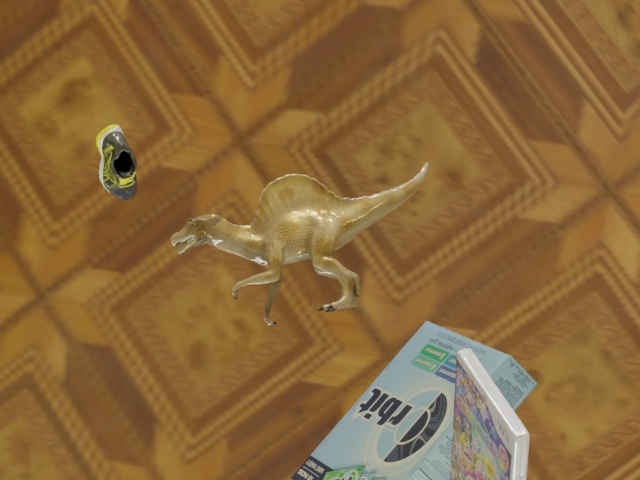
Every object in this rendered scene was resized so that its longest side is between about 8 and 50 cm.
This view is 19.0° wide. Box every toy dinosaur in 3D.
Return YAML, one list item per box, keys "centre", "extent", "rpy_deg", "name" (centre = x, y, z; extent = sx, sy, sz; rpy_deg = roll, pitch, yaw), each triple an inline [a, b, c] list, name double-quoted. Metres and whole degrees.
- centre: [0.000, 0.000, 1.234]
  extent: [0.183, 0.053, 0.092]
  rpy_deg: [-13, 86, -15]
  name: "toy dinosaur"

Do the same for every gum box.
- centre: [0.075, 0.160, 1.600]
  extent: [0.184, 0.157, 0.041]
  rpy_deg: [-48, 113, -10]
  name: "gum box"

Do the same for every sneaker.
- centre: [-0.171, -0.059, 1.629]
  extent: [0.031, 0.083, 0.035]
  rpy_deg: [-26, 50, -12]
  name: "sneaker"

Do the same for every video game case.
- centre: [0.101, 0.138, 1.165]
  extent: [0.011, 0.122, 0.087]
  rpy_deg: [-11, 37, -16]
  name: "video game case"
